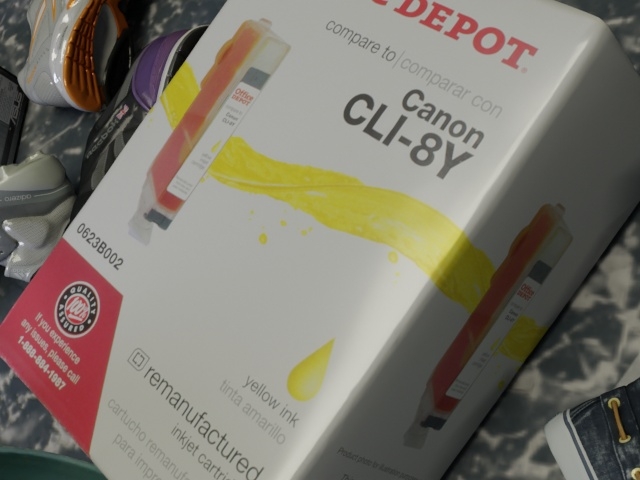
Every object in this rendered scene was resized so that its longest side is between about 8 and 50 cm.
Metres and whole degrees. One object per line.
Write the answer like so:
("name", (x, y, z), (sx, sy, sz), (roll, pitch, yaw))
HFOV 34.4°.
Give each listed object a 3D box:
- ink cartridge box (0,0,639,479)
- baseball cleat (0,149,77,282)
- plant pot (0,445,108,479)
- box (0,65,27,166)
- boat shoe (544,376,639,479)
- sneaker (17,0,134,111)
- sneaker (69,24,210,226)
("ink cartridge box", (0.000, 0.000, 0.692), (0.279, 0.160, 0.385), (35, 90, 38))
("baseball cleat", (-0.309, 0.002, 0.910), (0.206, 0.072, 0.109), (-26, 97, 0))
("plant pot", (-0.205, 0.303, 0.643), (0.293, 0.293, 0.196), (48, 125, 37))
("box", (-0.396, -0.053, 1.038), (0.183, 0.056, 0.231), (-6, 66, 30))
("boat shoe", (0.195, 0.156, 0.557), (0.083, 0.065, 0.183), (-35, 54, 17))
("sneaker", (-0.230, -0.248, 0.996), (0.121, 0.099, 0.262), (1, 69, 38))
("sneaker", (-0.155, -0.045, 0.869), (0.124, 0.107, 0.283), (10, 71, 51))
